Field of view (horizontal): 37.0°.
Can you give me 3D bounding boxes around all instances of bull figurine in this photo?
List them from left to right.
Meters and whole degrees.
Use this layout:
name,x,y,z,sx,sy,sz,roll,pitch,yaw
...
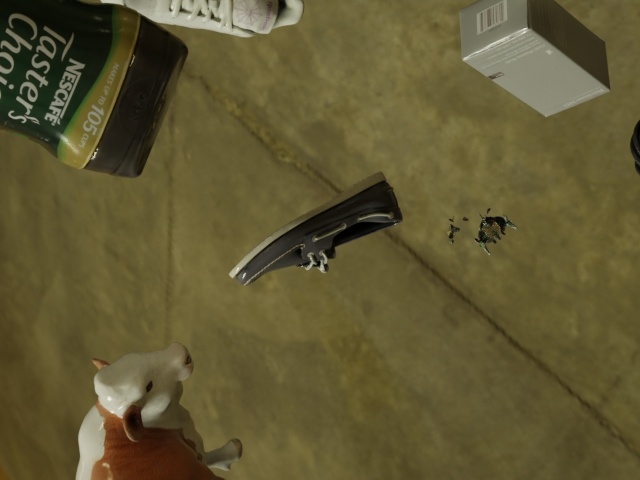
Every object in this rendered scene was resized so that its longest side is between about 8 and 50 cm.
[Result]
name,x,y,z,sx,sy,sz,roll,pitch,yaw
bull figurine,-0.145,0.242,0.827,0.101,0.188,0.310,10,82,51

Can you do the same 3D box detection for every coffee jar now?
name,x,y,z,sx,sy,sz,roll,pitch,yaw
coffee jar,-0.169,-0.102,0.515,0.096,0.184,0.079,-68,25,8

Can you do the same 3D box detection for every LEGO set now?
name,x,y,z,sx,sy,sz,roll,pitch,yaw
LEGO set,0.190,-0.015,1.131,0.023,0.083,0.054,-92,18,-79

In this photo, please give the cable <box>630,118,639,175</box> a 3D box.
name,x,y,z,sx,sy,sz,roll,pitch,yaw
cable,0.440,-0.116,1.113,0.150,0.184,0.047,37,173,24

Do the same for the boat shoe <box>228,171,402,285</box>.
name,x,y,z,sx,sy,sz,roll,pitch,yaw
boat shoe,0.000,0.000,1.022,0.065,0.206,0.075,57,161,3

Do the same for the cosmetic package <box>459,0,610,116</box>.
name,x,y,z,sx,sy,sz,roll,pitch,yaw
cosmetic package,0.333,-0.292,1.475,0.127,0.238,0.107,-22,56,41

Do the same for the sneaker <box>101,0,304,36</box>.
name,x,y,z,sx,sy,sz,roll,pitch,yaw
sneaker,-0.143,-0.326,1.226,0.152,0.305,0.114,31,117,31
